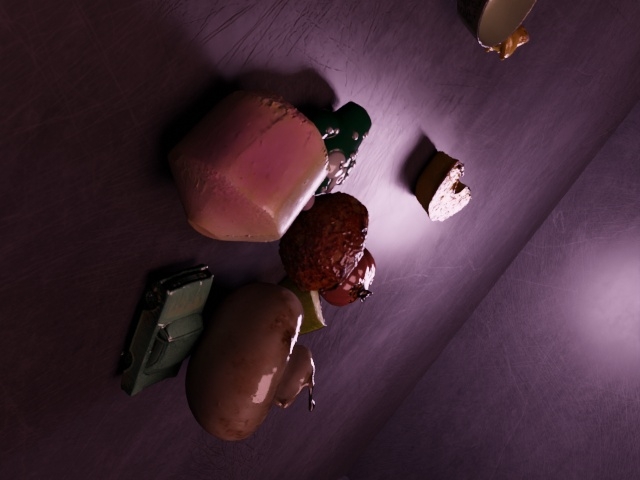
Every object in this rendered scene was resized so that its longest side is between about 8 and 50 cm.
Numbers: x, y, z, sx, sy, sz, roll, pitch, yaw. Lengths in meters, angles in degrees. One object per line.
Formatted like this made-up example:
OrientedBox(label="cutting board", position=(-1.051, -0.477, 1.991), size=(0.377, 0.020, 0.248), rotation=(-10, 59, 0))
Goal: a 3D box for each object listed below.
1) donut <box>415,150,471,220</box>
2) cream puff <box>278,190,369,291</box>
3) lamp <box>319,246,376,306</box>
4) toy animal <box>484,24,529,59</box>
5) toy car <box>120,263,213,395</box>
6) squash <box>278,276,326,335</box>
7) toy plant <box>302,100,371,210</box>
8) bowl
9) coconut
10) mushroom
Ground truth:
OrientedBox(label="donut", position=(0.336, -0.138, 2.048), size=(0.152, 0.101, 0.259), rotation=(-45, 156, -4))
OrientedBox(label="cream puff", position=(0.000, 0.000, 1.600), size=(0.164, 0.240, 0.240), rotation=(15, 121, -24))
OrientedBox(label="lamp", position=(0.076, 0.098, 1.938), size=(0.182, 0.140, 0.182), rotation=(-39, 151, -26))
OrientedBox(label="toy animal", position=(0.475, -0.505, 1.782), size=(0.159, 0.070, 0.083), rotation=(-30, 148, -43))
OrientedBox(label="toy car", position=(-0.313, 0.192, 1.508), size=(0.141, 0.097, 0.320), rotation=(-18, 142, -48))
OrientedBox(label="squash", position=(-0.128, 0.169, 1.860), size=(0.252, 0.169, 0.093), rotation=(-17, 156, 14))
OrientedBox(label="toy plant", position=(0.005, -0.170, 1.469), size=(0.243, 0.112, 0.232), rotation=(-35, 148, -37))
OrientedBox(label="bowl", position=(0.361, -0.523, 1.518), size=(0.211, 0.112, 0.211), rotation=(-37, 153, -23))
OrientedBox(label="coconut", position=(-0.129, -0.110, 1.216), size=(0.245, 0.233, 0.233), rotation=(-50, 156, -12))
OrientedBox(label="mushroom", position=(-0.137, 0.277, 1.619), size=(0.362, 0.295, 0.362), rotation=(-156, -90, -84))
